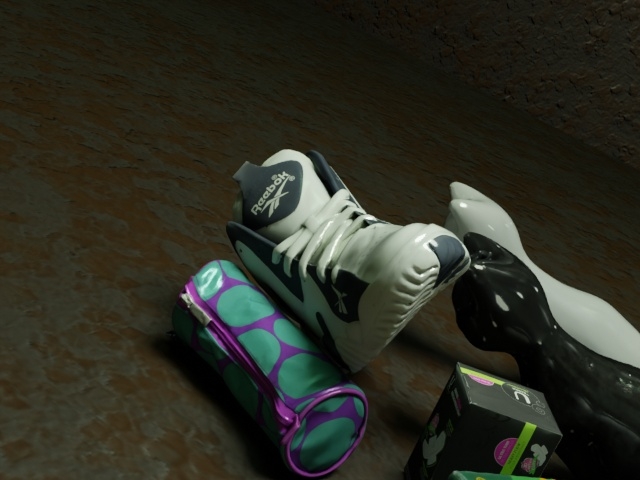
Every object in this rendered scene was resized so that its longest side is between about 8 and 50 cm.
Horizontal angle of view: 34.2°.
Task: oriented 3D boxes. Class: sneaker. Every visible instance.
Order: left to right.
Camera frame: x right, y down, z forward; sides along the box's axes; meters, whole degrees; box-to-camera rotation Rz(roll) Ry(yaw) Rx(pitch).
[{"bbox_3d":[0.000,0.000,0.664,0.153,0.094,0.235,46,-8,4],"label":"sneaker"}]

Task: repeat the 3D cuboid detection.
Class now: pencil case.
[{"bbox_3d":[-0.035,0.076,0.644,0.070,0.064,0.151,23,13,-47],"label":"pencil case"}]

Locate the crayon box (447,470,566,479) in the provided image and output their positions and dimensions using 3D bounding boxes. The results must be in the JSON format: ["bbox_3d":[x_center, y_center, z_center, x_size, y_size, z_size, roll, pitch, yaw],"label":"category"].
[{"bbox_3d":[0.197,0.237,0.456,0.203,0.083,0.323,12,23,-30],"label":"crayon box"}]

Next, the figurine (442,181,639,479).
[{"bbox_3d":[0.159,0.058,0.748,0.209,0.092,0.215,48,14,-13],"label":"figurine"}]

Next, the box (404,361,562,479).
[{"bbox_3d":[0.096,0.128,0.627,0.062,0.083,0.052,20,20,-9],"label":"box"}]
